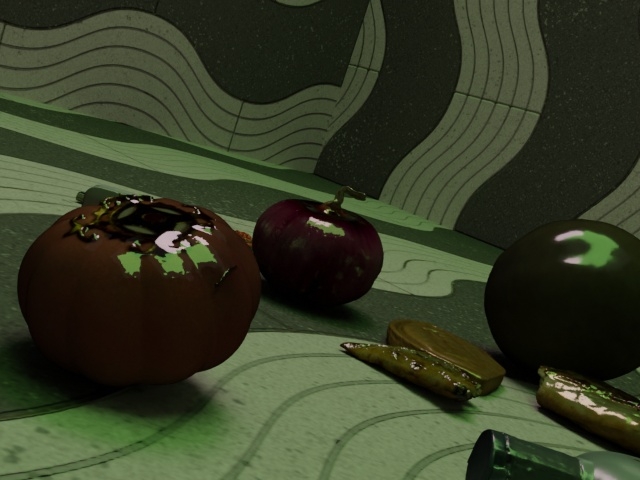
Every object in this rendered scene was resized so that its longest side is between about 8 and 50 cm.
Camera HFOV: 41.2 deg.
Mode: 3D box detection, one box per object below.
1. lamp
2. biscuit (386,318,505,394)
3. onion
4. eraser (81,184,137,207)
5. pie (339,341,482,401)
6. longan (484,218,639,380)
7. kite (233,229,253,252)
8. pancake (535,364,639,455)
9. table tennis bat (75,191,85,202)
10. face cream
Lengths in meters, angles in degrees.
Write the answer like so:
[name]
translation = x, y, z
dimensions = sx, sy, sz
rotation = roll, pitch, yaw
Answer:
[lamp]
translation = -0.136, 0.044, 0.650
dimensions = 0.182, 0.140, 0.182
rotation = 6, 23, -3
[biscuit]
translation = 0.150, 0.134, 1.043
dimensions = 0.141, 0.029, 0.221
rotation = 17, 8, -8
[onion]
translation = -0.004, 0.010, 1.128
dimensions = 0.177, 0.154, 0.177
rotation = -5, 1, 0
[eraser]
translation = -0.209, 0.002, 0.839
dimensions = 0.065, 0.105, 0.026
rotation = 17, 8, -7
[pie]
translation = 0.108, 0.138, 0.910
dimensions = 0.092, 0.034, 0.170
rotation = 9, 6, -43
[longan]
translation = 0.335, 0.086, 1.125
dimensions = 0.248, 0.248, 0.248
rotation = 18, 8, -2
[kite]
translation = -0.116, 0.010, 1.393
dimensions = 0.222, 0.008, 0.125
rotation = 24, 12, 40
[pancake]
translation = 0.373, 0.216, 0.985
dimensions = 0.266, 0.057, 0.244
rotation = 25, 1, 17
[table tennis bat]
translation = -0.293, -0.040, 1.290
dimensions = 0.158, 0.014, 0.095
rotation = 20, 9, 2
[face cream]
translation = 0.249, 0.204, 0.615
dimensions = 0.291, 0.071, 0.144
rotation = 18, 7, -1
